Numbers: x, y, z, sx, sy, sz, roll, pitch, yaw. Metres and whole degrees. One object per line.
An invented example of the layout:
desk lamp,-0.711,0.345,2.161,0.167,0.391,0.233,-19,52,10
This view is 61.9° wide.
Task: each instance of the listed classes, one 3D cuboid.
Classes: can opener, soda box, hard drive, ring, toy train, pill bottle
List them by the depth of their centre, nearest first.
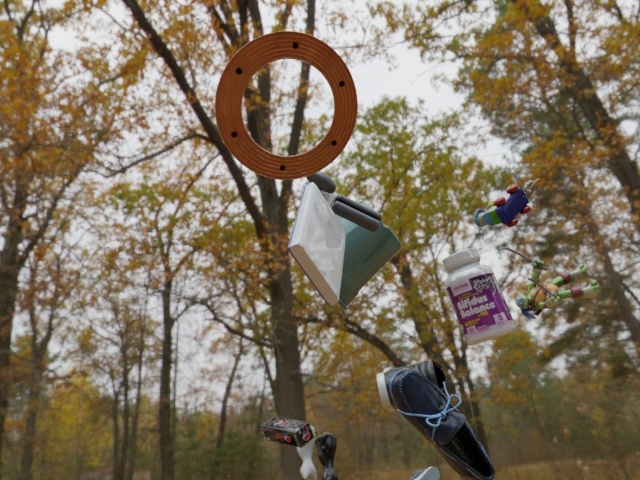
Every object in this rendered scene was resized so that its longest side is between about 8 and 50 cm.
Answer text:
ring,-0.075,-0.305,1.235,0.337,0.336,0.032,2,18,-18
hard drive,0.000,0.000,1.495,0.040,0.318,0.210,-23,-61,21
soda box,-0.100,0.576,1.612,0.169,0.053,0.060,-10,12,46
can opener,0.068,-0.120,1.675,0.281,0.074,0.093,29,-45,-5
pill bottle,0.519,0.186,1.789,0.170,0.301,0.169,-17,-16,-5
toy train,0.647,-0.131,1.851,0.248,0.105,0.143,-38,9,-32

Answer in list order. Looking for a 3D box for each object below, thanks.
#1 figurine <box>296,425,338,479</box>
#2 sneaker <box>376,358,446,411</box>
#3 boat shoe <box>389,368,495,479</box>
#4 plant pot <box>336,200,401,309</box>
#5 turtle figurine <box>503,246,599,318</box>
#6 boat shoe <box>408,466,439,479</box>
figurine,-0.012,0.844,2.063,0.092,0.209,0.215,-34,-48,23
sneaker,0.221,0.340,1.250,0.147,0.104,0.296,-12,-16,9
boat shoe,0.240,0.339,0.998,0.258,0.109,0.089,45,-19,-7
plant pot,0.116,0.038,2.117,0.334,0.341,0.341,-41,-29,-1
turtle figurine,0.825,0.142,1.889,0.267,0.274,0.198,-13,8,1
boat shoe,0.305,0.807,1.738,0.184,0.065,0.083,-22,-16,-32
